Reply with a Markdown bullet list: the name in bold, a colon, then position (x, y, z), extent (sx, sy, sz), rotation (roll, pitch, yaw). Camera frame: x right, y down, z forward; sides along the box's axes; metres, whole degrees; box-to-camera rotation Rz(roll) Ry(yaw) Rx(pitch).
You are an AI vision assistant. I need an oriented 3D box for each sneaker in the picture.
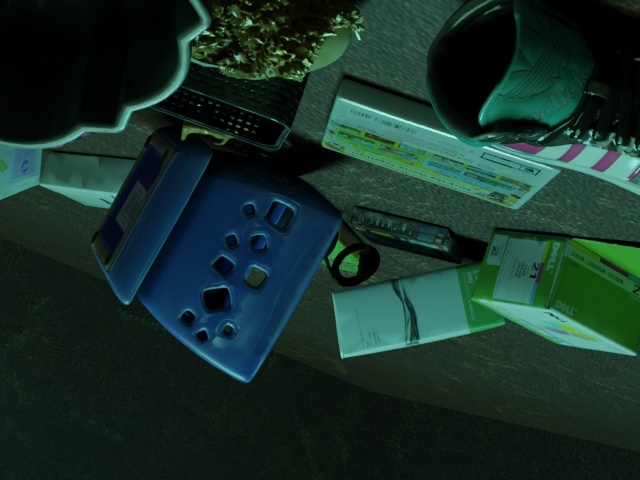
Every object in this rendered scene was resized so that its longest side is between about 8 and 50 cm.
- **sneaker**: position (0.193, -0.107, 1.026), extent (0.295, 0.124, 0.178), rotation (13, 178, 35)

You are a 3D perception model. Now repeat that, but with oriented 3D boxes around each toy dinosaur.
- **toy dinosaur**: position (-0.092, -0.135, 1.581), extent (0.112, 0.064, 0.211), rotation (7, -179, -6)

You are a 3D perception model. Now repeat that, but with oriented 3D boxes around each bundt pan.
- **bundt pan**: position (-0.222, -0.211, 0.920), extent (0.331, 0.124, 0.331), rotation (5, 141, 4)

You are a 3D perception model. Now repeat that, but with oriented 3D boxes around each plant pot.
- **plant pot**: position (-0.139, -0.002, 1.745), extent (0.212, 0.236, 0.236), rotation (29, -176, -19)

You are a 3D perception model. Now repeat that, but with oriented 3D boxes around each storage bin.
- **storage bin**: position (-0.104, -0.160, 1.349), extent (0.180, 0.084, 0.122), rotation (20, 170, -5)

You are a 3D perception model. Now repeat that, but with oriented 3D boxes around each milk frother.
- **milk frother**: position (-0.005, -0.006, 1.938), extent (0.143, 0.129, 0.135), rotation (-7, 163, 17)

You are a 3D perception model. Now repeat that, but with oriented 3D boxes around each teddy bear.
- **teddy bear**: position (-0.129, -0.205, 1.155), extent (0.338, 0.113, 0.245), rotation (12, 178, -10)

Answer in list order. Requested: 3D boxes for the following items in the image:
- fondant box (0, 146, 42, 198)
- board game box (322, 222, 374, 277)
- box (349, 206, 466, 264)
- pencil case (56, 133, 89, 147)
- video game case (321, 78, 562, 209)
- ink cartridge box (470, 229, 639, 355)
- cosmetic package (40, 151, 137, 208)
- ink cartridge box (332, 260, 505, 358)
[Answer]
- **fondant box**: position (-0.593, -0.132, 2.048), extent (0.330, 0.096, 0.238), rotation (15, -161, 17)
- **board game box**: position (0.000, 0.000, 2.166), extent (0.124, 0.039, 0.259), rotation (16, 167, 19)
- **box**: position (0.117, -0.006, 1.943), extent (0.137, 0.027, 0.094), rotation (14, 170, 23)
- **pencil case**: position (-0.302, -0.159, 1.697), extent (0.098, 0.095, 0.209), rotation (-16, -179, -23)
- **video game case**: position (0.117, -0.094, 1.479), extent (0.227, 0.026, 0.206), rotation (18, 170, -1)
- **ink cartridge box**: position (0.341, 0.070, 1.754), extent (0.189, 0.097, 0.255), rotation (27, 168, -39)
- **cosmetic package**: position (-0.315, -0.084, 2.201), extent (0.239, 0.060, 0.099), rotation (8, 165, 46)
- **ink cartridge box**: position (0.130, 0.093, 1.958), extent (0.219, 0.092, 0.160), rotation (-11, 175, 2)
